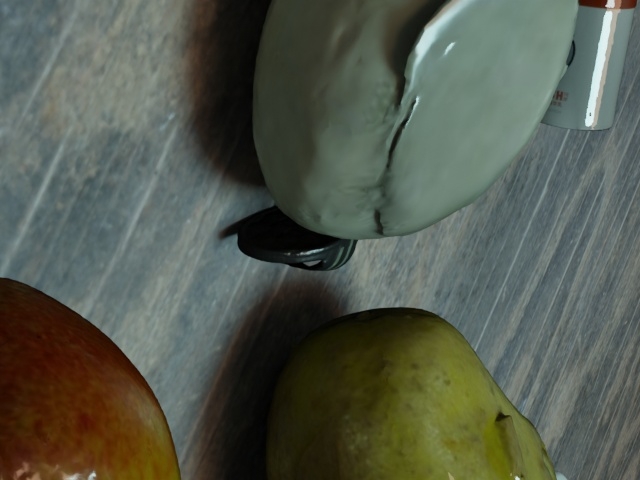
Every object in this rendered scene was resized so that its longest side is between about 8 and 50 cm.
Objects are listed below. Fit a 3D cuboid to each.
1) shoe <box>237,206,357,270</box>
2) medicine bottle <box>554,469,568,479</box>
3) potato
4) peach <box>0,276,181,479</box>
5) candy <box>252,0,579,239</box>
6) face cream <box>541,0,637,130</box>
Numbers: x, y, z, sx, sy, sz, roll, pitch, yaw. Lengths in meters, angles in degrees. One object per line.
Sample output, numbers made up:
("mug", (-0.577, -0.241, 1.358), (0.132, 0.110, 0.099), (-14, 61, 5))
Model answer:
("shoe", (0.000, 0.000, 0.925), (0.179, 0.071, 0.049), (-28, 134, -54))
("medicine bottle", (0.229, 0.368, 1.448), (0.324, 0.124, 0.179), (4, 105, -57))
("potato", (0.087, 0.194, 1.028), (0.397, 0.289, 0.296), (-20, 97, -75))
("peach", (-0.184, 0.131, 0.570), (0.231, 0.231, 0.231), (-35, 134, -45))
("candy", (0.065, -0.135, 0.839), (0.295, 0.185, 0.295), (-35, 147, -27))
("face cream", (0.281, -0.231, 1.213), (0.096, 0.095, 0.214), (-23, 125, -51))
